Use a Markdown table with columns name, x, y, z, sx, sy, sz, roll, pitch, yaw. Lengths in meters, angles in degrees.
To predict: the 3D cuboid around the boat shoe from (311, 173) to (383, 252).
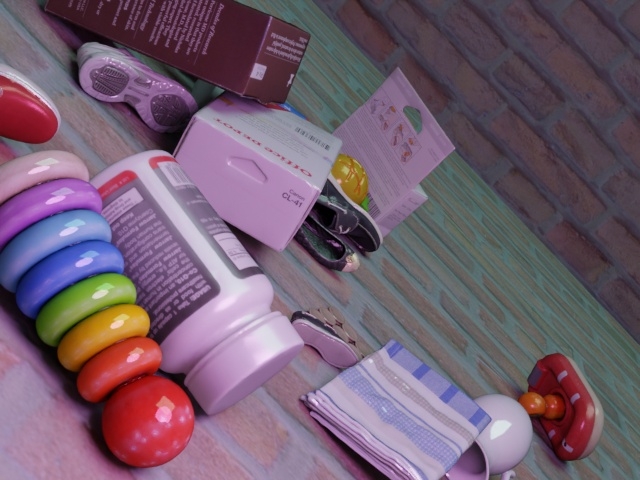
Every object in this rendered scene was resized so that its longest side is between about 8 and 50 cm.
| name | x | y | z | sx | sy | sz | roll | pitch | yaw |
| --- | --- | --- | --- | --- | --- | --- | --- | --- | --- |
| boat shoe | 0.032 | -0.046 | 1.884 | 0.233 | 0.084 | 0.079 | 45 | 56 | -29 |

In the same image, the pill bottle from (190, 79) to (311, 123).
| name | x | y | z | sx | sy | sz | roll | pitch | yaw |
| --- | --- | --- | --- | --- | --- | --- | --- | --- | --- |
| pill bottle | -0.130 | -0.230 | 1.793 | 0.221 | 0.124 | 0.124 | 33 | 23 | -34 |

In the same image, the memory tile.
| name | x | y | z | sx | sy | sz | roll | pitch | yaw |
| --- | --- | --- | --- | --- | --- | --- | --- | --- | --- |
| memory tile | 0.040 | 0.166 | 1.536 | 0.148 | 0.012 | 0.113 | 53 | 20 | 16 |

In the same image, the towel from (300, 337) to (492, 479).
| name | x | y | z | sx | sy | sz | roll | pitch | yaw |
| --- | --- | --- | --- | --- | --- | --- | --- | --- | --- |
| towel | 0.119 | 0.243 | 1.382 | 0.209 | 0.034 | 0.285 | 37 | 26 | 18 |

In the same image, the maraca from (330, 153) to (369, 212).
| name | x | y | z | sx | sy | sz | roll | pitch | yaw |
| --- | --- | --- | --- | --- | --- | --- | --- | --- | --- |
| maraca | 0.055 | -0.119 | 2.009 | 0.186 | 0.099 | 0.127 | 22 | 50 | -61 |

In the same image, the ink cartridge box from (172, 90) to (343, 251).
| name | x | y | z | sx | sy | sz | roll | pitch | yaw |
| --- | --- | --- | --- | --- | --- | --- | --- | --- | --- |
| ink cartridge box | -0.102 | -0.131 | 1.575 | 0.226 | 0.131 | 0.306 | 30 | 22 | -2 |

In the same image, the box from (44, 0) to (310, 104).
| name | x | y | z | sx | sy | sz | roll | pitch | yaw |
| --- | --- | --- | --- | --- | --- | --- | --- | --- | --- |
| box | -0.230 | -0.356 | 1.574 | 0.382 | 0.143 | 0.191 | 27 | 11 | 14 |

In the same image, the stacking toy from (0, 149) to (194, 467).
| name | x | y | z | sx | sy | sz | roll | pitch | yaw |
| --- | --- | --- | --- | --- | --- | --- | --- | --- | --- |
| stacking toy | -0.228 | 0.074 | 0.966 | 0.330 | 0.141 | 0.141 | 56 | 20 | 15 |

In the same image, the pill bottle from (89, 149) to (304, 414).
| name | x | y | z | sx | sy | sz | roll | pitch | yaw |
| --- | --- | --- | --- | --- | --- | --- | --- | --- | --- |
| pill bottle | -0.158 | 0.049 | 1.109 | 0.283 | 0.161 | 0.161 | 52 | 19 | 12 |

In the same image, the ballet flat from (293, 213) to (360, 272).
| name | x | y | z | sx | sy | sz | roll | pitch | yaw |
| --- | --- | --- | --- | --- | --- | --- | --- | --- | --- |
| ballet flat | 0.000 | 0.000 | 1.704 | 0.173 | 0.057 | 0.049 | 37 | -24 | -10 |

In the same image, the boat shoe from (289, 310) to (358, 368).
| name | x | y | z | sx | sy | sz | roll | pitch | yaw |
| --- | --- | --- | --- | --- | --- | --- | --- | --- | --- |
| boat shoe | 0.006 | 0.149 | 1.450 | 0.125 | 0.046 | 0.038 | 32 | 27 | -18 |

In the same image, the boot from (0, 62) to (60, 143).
| name | x | y | z | sx | sy | sz | roll | pitch | yaw |
| --- | --- | --- | --- | --- | --- | --- | --- | --- | --- |
| boot | -0.407 | -0.141 | 1.076 | 0.244 | 0.088 | 0.176 | 25 | 28 | -31 |

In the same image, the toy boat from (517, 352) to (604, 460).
| name | x | y | z | sx | sy | sz | roll | pitch | yaw |
| --- | --- | --- | --- | --- | --- | --- | --- | --- | --- |
| toy boat | 0.472 | 0.343 | 1.977 | 0.151 | 0.151 | 0.231 | 3 | 38 | -21 |

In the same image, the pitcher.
| name | x | y | z | sx | sy | sz | roll | pitch | yaw |
| --- | --- | --- | --- | --- | --- | --- | --- | --- | --- |
| pitcher | 0.272 | 0.345 | 1.542 | 0.207 | 0.126 | 0.177 | -16 | 81 | -58 |

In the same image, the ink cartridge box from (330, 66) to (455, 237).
| name | x | y | z | sx | sy | sz | roll | pitch | yaw |
| --- | --- | --- | --- | --- | --- | --- | --- | --- | --- |
| ink cartridge box | 0.156 | -0.196 | 2.132 | 0.066 | 0.261 | 0.296 | 26 | 28 | -45 |

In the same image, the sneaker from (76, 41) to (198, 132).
| name | x | y | z | sx | sy | sz | roll | pitch | yaw |
| --- | --- | --- | --- | --- | --- | --- | --- | --- | --- |
| sneaker | -0.293 | -0.258 | 1.556 | 0.232 | 0.090 | 0.115 | 30 | 22 | -44 |
